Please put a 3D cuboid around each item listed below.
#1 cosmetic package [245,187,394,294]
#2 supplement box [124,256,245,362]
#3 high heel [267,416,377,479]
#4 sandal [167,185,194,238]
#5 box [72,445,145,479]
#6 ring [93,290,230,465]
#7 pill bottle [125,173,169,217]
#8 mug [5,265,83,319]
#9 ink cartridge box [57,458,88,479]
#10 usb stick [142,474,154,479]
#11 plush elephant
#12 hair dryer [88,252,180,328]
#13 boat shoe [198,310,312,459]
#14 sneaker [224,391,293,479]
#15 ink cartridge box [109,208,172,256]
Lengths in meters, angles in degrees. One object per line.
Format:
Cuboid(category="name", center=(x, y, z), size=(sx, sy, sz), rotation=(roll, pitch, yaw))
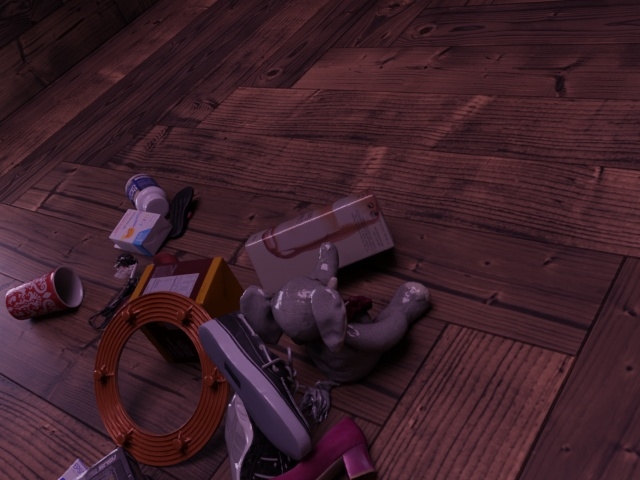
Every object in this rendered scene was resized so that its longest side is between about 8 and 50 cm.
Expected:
Cuboid(category="cosmetic package", center=(0.000, 0.000, 1.536), size=(0.296, 0.129, 0.153), rotation=(-23, 9, 4))
Cuboid(category="supplement box", center=(-0.270, 0.153, 1.495), size=(0.194, 0.191, 0.129), rotation=(-6, 43, 23))
Cuboid(category="high heel", center=(-0.035, 0.374, 1.160), size=(0.244, 0.082, 0.117), rotation=(-18, 45, -10))
Cuboid(category="sandal", center=(-0.389, -0.073, 1.967), size=(0.067, 0.040, 0.179), rotation=(-12, 53, 26))
Cuboid(category="box", center=(-0.403, 0.494, 1.205), size=(0.231, 0.056, 0.183), rotation=(-35, 40, -10))
Cuboid(category="ring", center=(-0.321, 0.265, 1.356), size=(0.337, 0.032, 0.336), rotation=(-3, 83, 28))
Cuboid(category="pill bottle", center=(-0.500, -0.123, 2.035), size=(0.094, 0.094, 0.169), rotation=(-35, 38, -12))
Cuboid(category="mug", center=(-0.724, 0.149, 1.858), size=(0.169, 0.150, 0.113), rotation=(-19, 74, 16))
Cuboid(category="ink cartridge box", center=(-0.469, 0.534, 1.276), size=(0.208, 0.045, 0.206), rotation=(-44, 42, -21))
Cuboid(category="usb stick", center=(-0.265, 0.500, 1.203), size=(0.077, 0.045, 0.278), rotation=(-37, 38, -25))
Cuboid(category="plush elephant", center=(0.008, 0.132, 1.307), size=(0.272, 0.255, 0.330), rotation=(4, 47, 34))
Cuboid(category="hair dryer", center=(-0.426, 0.131, 1.733), size=(0.294, 0.080, 0.223), rotation=(-4, 58, 34))
Cuboid(category="boat shoe", center=(-0.092, 0.238, 1.212), size=(0.105, 0.113, 0.306), rotation=(-24, 47, -29))
Cuboid(category="sneaker", center=(-0.119, 0.376, 1.241), size=(0.108, 0.100, 0.271), rotation=(-50, 33, 36))
Cuboid(category="ink cartridge box", center=(-0.509, -0.025, 1.936), size=(0.181, 0.061, 0.104), rotation=(9, 60, 38))
